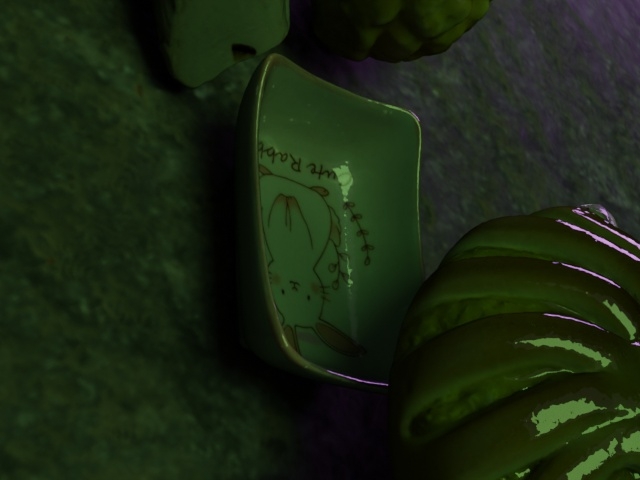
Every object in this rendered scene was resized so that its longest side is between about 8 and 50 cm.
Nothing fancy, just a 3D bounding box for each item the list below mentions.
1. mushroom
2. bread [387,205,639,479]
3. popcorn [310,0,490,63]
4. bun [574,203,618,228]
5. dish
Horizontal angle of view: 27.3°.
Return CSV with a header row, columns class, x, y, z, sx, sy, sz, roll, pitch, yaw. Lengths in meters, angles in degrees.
class,x,y,z,sx,sy,sz,roll,pitch,yaw
mushroom,-0.075,-0.228,0.885,0.096,0.108,0.247,-4,69,-18
bread,0.172,0.127,0.807,0.333,0.160,0.333,28,50,-40
popcorn,0.046,-0.243,0.964,0.203,0.226,0.200,17,30,-2
bun,0.196,0.045,1.030,0.138,0.094,0.138,-15,90,-82
dish,0.000,0.000,0.864,0.151,0.077,0.212,19,57,-40
